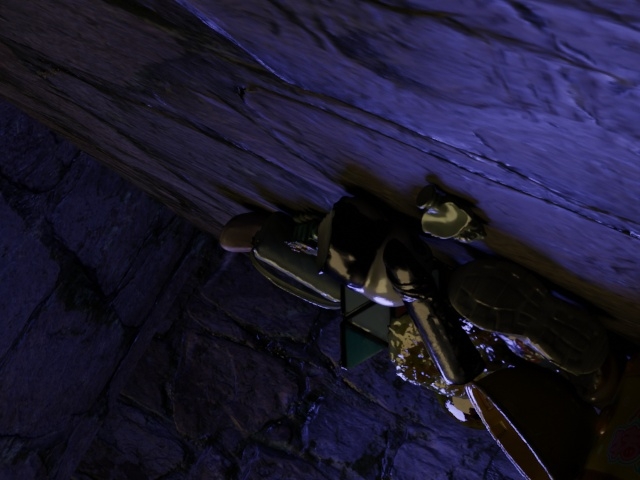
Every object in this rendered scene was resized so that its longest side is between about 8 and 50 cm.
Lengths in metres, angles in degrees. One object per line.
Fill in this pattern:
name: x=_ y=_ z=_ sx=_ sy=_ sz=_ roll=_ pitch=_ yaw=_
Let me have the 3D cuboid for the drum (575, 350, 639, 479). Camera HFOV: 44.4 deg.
drum: x=0.548 y=0.319 z=0.966 sx=0.431 sy=0.214 sz=0.431 roll=25 pitch=170 yaw=5

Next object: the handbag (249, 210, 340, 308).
handbag: x=-0.033 y=0.051 z=1.678 sx=0.256 sy=0.079 sz=0.219 roll=29 pitch=-152 yaw=-7

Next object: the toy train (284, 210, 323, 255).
toy train: x=0.000 y=0.000 z=1.572 sx=0.125 sy=0.081 sz=0.194 roll=26 pitch=173 yaw=-11

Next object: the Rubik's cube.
Rubik's cube: x=0.100 y=0.018 z=1.385 sx=0.234 sy=0.284 sz=0.250 roll=54 pitch=-163 yaw=-24

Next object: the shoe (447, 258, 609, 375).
shoe: x=0.279 y=0.105 z=1.082 sx=0.227 sy=0.099 sz=0.125 roll=31 pitch=175 yaw=6

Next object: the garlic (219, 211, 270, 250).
garlic: x=-0.147 y=-0.012 z=1.941 sx=0.318 sy=0.112 sz=0.143 roll=14 pitch=-172 yaw=43

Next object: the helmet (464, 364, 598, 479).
helmet: x=0.343 y=0.277 z=1.185 sx=0.257 sy=0.140 sz=0.205 roll=48 pitch=169 yaw=45

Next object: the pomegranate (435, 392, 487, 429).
pomegranate: x=0.352 y=0.293 z=1.822 sx=0.231 sy=0.231 sz=0.286 roll=36 pitch=-161 yaw=-43

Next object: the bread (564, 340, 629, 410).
bread: x=0.423 y=0.198 z=1.178 sx=0.177 sy=0.084 sz=0.119 roll=34 pitch=-159 yaw=-42

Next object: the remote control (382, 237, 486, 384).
remote control: x=0.149 y=0.107 z=1.090 sx=0.266 sy=0.066 sz=0.090 roll=55 pitch=167 yaw=-31

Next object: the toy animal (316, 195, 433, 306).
toy animal: x=0.082 y=0.017 z=1.177 sx=0.179 sy=0.138 sz=0.166 roll=22 pitch=-167 yaw=-3

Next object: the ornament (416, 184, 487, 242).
ornament: x=0.151 y=-0.026 z=0.914 sx=0.068 sy=0.041 sz=0.092 roll=0 pitch=147 yaw=28

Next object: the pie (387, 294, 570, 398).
pie: x=0.269 y=0.185 z=1.290 sx=0.296 sy=0.078 sz=0.371 roll=-21 pitch=138 yaw=32
